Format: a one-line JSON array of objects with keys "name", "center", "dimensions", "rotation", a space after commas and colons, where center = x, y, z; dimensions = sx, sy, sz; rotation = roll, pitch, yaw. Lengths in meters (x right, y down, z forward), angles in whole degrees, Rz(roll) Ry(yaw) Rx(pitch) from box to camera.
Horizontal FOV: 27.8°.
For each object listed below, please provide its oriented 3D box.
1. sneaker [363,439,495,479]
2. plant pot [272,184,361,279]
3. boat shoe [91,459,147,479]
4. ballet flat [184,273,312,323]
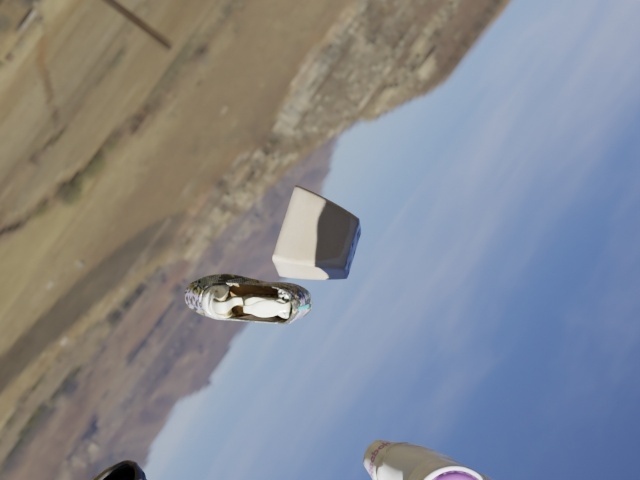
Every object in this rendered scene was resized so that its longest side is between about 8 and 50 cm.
[{"name": "sneaker", "center": [0.166, 0.317, 1.595], "dimensions": [0.152, 0.305, 0.114], "rotation": [24, -103, 44]}, {"name": "plant pot", "center": [0.000, 0.000, 1.773], "dimensions": [0.109, 0.096, 0.109], "rotation": [77, 30, -75]}, {"name": "boat shoe", "center": [-0.271, 0.335, 1.412], "dimensions": [0.228, 0.081, 0.068], "rotation": [-49, 147, -32]}, {"name": "ballet flat", "center": [-0.065, 0.050, 1.072], "dimensions": [0.041, 0.114, 0.041], "rotation": [2, 90, -72]}]
